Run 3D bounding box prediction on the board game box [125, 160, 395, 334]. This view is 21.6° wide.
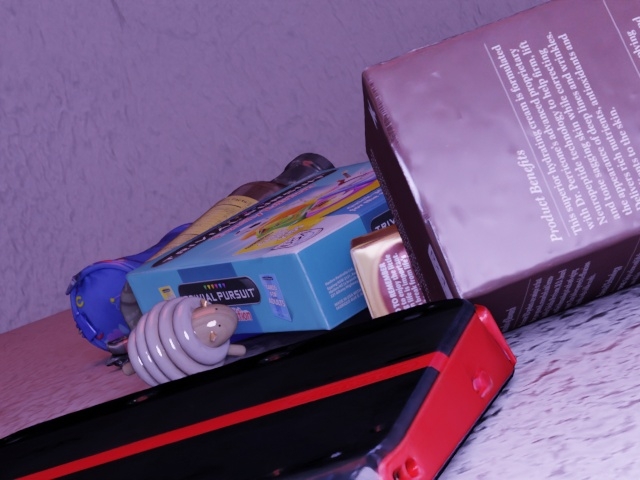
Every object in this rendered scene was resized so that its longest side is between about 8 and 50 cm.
[{"bbox_3d":[0.000,0.000,1.597,0.253,0.079,0.336,-29,11,-30],"label":"board game box"}]

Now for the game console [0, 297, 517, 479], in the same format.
[{"bbox_3d":[-0.092,0.138,0.934,0.386,0.060,0.342,-19,7,17],"label":"game console"}]

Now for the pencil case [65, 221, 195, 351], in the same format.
[{"bbox_3d":[-0.210,0.060,2.132,0.133,0.119,0.306,-30,0,20],"label":"pencil case"}]

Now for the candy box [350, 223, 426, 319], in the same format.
[{"bbox_3d":[0.183,-0.011,1.310,0.316,0.088,0.183,-19,1,2],"label":"candy box"}]

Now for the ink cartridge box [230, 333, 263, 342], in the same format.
[{"bbox_3d":[-0.003,0.050,1.707,0.206,0.045,0.208,-18,10,34],"label":"ink cartridge box"}]

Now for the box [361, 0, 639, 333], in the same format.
[{"bbox_3d":[0.151,-0.049,1.126,0.203,0.168,0.167,-20,-15,-3],"label":"box"}]

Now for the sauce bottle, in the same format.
[{"bbox_3d":[-0.086,0.005,1.867,0.111,0.111,0.344,-17,16,39],"label":"sauce bottle"}]

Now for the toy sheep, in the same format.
[{"bbox_3d":[-0.125,0.093,1.487,0.132,0.091,0.091,-33,-4,29],"label":"toy sheep"}]

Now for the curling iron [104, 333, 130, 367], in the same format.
[{"bbox_3d":[-0.115,0.086,1.891,0.274,0.035,0.068,-20,4,3],"label":"curling iron"}]
